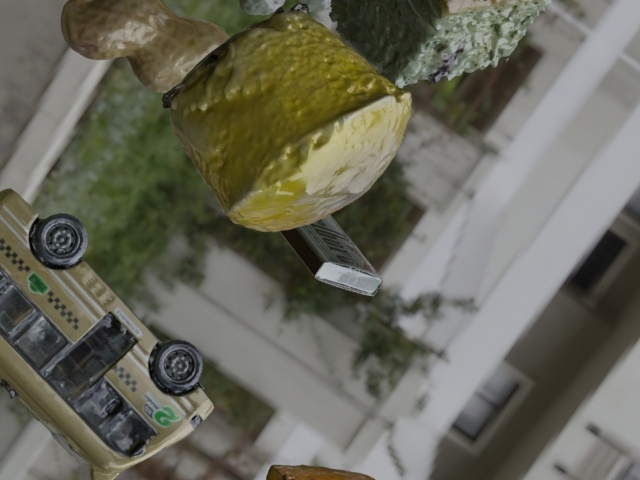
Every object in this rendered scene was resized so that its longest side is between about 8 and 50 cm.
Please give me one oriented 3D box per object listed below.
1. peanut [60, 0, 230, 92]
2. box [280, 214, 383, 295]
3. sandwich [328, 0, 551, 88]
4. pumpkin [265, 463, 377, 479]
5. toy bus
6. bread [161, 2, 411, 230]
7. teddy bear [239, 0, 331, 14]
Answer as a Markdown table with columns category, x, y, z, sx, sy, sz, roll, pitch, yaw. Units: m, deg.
| category | x | y | z | sx | sy | sz | roll | pitch | yaw |
| --- | --- | --- | --- | --- | --- | --- | --- | --- | --- |
| peanut | -0.197 | -0.234 | 1.919 | 0.104 | 0.228 | 0.085 | -64 | -165 | 6 |
| box | 0.000 | 0.000 | 2.188 | 0.036 | 0.115 | 0.177 | -55 | -135 | 17 |
| sandwich | 0.082 | -0.302 | 1.502 | 0.131 | 0.325 | 0.262 | -23 | -165 | -20 |
| pumpkin | 0.033 | 0.296 | 1.463 | 0.248 | 0.131 | 0.126 | -154 | -102 | -70 |
| toy bus | -0.308 | 0.120 | 1.950 | 0.202 | 0.365 | 0.177 | -45 | -171 | -16 |
| bread | -0.025 | -0.100 | 1.399 | 0.197 | 0.170 | 0.197 | -35 | 164 | -12 |
| teddy bear | -0.018 | -0.403 | 2.005 | 0.267 | 0.236 | 0.151 | -61 | 141 | -36 |
